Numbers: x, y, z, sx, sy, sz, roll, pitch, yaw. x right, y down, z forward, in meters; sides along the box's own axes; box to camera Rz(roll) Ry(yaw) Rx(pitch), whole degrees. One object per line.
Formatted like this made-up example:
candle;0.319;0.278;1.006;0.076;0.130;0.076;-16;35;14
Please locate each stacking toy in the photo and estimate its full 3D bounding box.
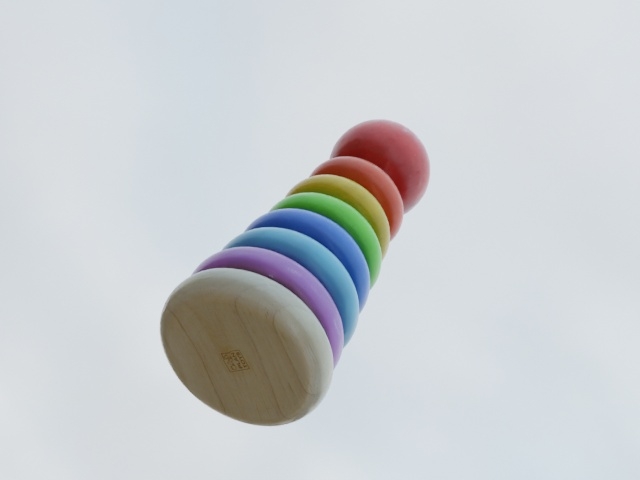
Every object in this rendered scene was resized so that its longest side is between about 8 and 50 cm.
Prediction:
stacking toy;0.000;0.000;1.434;0.141;0.330;0.141;14;-51;18
